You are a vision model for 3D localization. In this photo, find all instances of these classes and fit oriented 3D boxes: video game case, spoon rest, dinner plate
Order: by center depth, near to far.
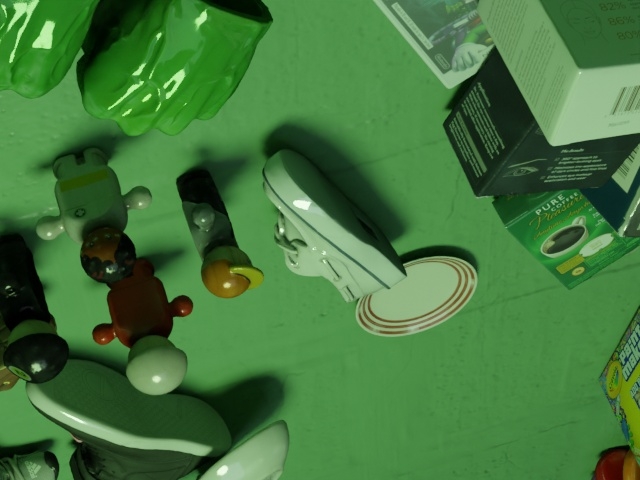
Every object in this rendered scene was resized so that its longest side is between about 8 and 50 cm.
[{"bbox_3d":[0.145,-0.226,1.447,0.173,0.022,0.190,-31,144,13],"label":"video game case"},{"bbox_3d":[0.104,0.058,1.811,0.141,0.017,0.141,-15,145,-11],"label":"dinner plate"},{"bbox_3d":[-0.101,0.277,1.910,0.137,0.084,0.276,-35,162,-22],"label":"spoon rest"}]

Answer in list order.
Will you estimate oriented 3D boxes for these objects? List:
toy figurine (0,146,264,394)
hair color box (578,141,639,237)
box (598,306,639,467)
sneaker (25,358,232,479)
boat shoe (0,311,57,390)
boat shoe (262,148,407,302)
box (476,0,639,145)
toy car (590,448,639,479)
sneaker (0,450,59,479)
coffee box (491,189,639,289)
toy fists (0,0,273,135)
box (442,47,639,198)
[{"bbox_3d":[-0.182,0.036,1.518,0.213,0.148,0.209,14,132,-39],"label":"toy figurine"},{"bbox_3d":[0.447,-0.097,1.675,0.347,0.105,0.174,0,126,-28],"label":"hair color box"},{"bbox_3d":[0.545,0.215,2.023,0.290,0.279,0.177,-8,144,-19],"label":"box"},{"bbox_3d":[-0.236,0.221,1.774,0.147,0.104,0.296,-41,145,18],"label":"sneaker"},{"bbox_3d":[-0.321,0.116,1.634,0.178,0.064,0.060,-33,149,27],"label":"boat shoe"},{"bbox_3d":[0.000,0.000,1.612,0.084,0.095,0.258,-34,142,10],"label":"boat shoe"},{"bbox_3d":[0.228,-0.177,1.388,0.130,0.170,0.091,-8,142,-19],"label":"box"},{"bbox_3d":[0.441,0.348,2.289,0.136,0.159,0.182,13,146,12],"label":"toy car"},{"bbox_3d":[-0.351,0.246,1.783,0.132,0.086,0.228,-18,155,-13],"label":"sneaker"},{"bbox_3d":[0.271,-0.021,1.771,0.113,0.040,0.184,-34,143,15],"label":"coffee box"},{"bbox_3d":[-0.179,-0.169,1.297,0.279,0.096,0.142,15,121,-38],"label":"toy fists"},{"bbox_3d":[0.225,-0.124,1.542,0.156,0.093,0.158,-6,149,-30],"label":"box"}]
